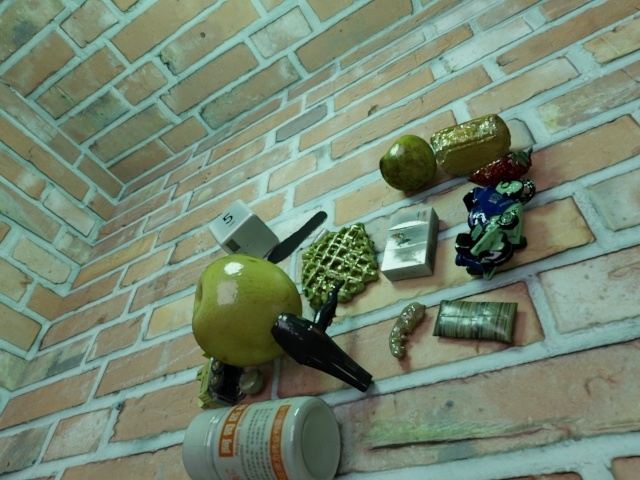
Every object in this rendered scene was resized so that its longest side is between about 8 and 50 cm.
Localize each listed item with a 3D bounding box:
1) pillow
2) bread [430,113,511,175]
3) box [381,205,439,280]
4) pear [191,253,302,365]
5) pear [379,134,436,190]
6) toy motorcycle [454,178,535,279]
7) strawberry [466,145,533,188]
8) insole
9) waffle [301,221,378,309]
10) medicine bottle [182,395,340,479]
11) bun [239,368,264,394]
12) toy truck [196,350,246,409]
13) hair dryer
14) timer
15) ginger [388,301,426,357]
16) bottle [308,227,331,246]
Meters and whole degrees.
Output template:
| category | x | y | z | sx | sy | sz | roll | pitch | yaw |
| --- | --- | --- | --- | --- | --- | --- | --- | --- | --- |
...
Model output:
| category | x | y | z | sx | sy | sz | roll | pitch | yaw |
| --- | --- | --- | --- | --- | --- | --- | --- | --- | --- |
| pillow | 0.386 | 0.199 | 1.101 | 0.203 | 0.038 | 0.113 | -5 | 49 | 40 |
| bread | 0.487 | -0.306 | 1.420 | 0.245 | 0.174 | 0.121 | -11 | 44 | 39 |
| box | 0.284 | 0.009 | 1.366 | 0.149 | 0.067 | 0.233 | -12 | 45 | 33 |
| pear | -0.226 | 0.213 | 1.329 | 0.348 | 0.348 | 0.348 | -24 | 39 | 22 |
| pear | 0.313 | -0.266 | 1.532 | 0.197 | 0.197 | 0.197 | -24 | 39 | 22 |
| toy motorcycle | 0.475 | -0.052 | 1.223 | 0.196 | 0.125 | 0.331 | 1 | 50 | 45 |
| strawberry | 0.552 | -0.209 | 1.318 | 0.192 | 0.085 | 0.140 | -25 | -4 | 6 |
| insole | -0.098 | -0.009 | 1.777 | 0.322 | 0.007 | 0.109 | -42 | 38 | -1 |
| waffle | 0.052 | 0.080 | 1.493 | 0.297 | 0.073 | 0.317 | -29 | 40 | 18 |
| medicine bottle | -0.154 | 0.519 | 1.111 | 0.371 | 0.211 | 0.211 | -17 | 43 | 29 |
| bun | -0.212 | 0.449 | 1.369 | 0.086 | 0.055 | 0.086 | -27 | 25 | 14 |
| toy truck | -0.337 | 0.423 | 1.452 | 0.157 | 0.124 | 0.272 | -31 | 39 | 23 |
| hair dryer | 0.047 | 0.233 | 1.247 | 0.120 | 0.303 | 0.359 | -62 | -2 | 39 |
| timer | -0.325 | -0.026 | 1.842 | 0.194 | 0.192 | 0.195 | -44 | 36 | -4 |
| ginger | 0.231 | 0.242 | 1.195 | 0.069 | 0.051 | 0.173 | 3 | 59 | 51 |
| bottle | 0.000 | 0.000 | 1.649 | 0.096 | 0.045 | 0.045 | -50 | 37 | -9 |
